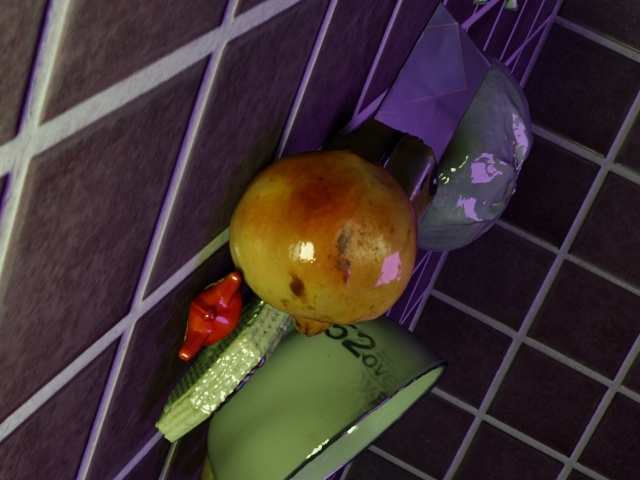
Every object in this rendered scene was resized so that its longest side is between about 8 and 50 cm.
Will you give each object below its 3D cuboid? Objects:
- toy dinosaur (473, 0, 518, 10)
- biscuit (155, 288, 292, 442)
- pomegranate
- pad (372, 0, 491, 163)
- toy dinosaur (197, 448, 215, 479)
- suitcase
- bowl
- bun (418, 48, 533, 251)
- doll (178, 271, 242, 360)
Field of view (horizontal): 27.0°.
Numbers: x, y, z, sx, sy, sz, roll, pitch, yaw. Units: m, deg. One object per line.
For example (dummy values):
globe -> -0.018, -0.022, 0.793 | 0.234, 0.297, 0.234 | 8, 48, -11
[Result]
toy dinosaur -> 0.267, -0.401, 2.055 | 0.383, 0.076, 0.129 | -57, 138, -60
biscuit -> -0.096, 0.119, 1.560 | 0.150, 0.052, 0.252 | -39, -168, 42
pomegranate -> 0.003, -0.006, 1.465 | 0.209, 0.209, 0.209 | -59, 169, -18
pad -> 0.166, -0.215, 2.003 | 0.163, 0.004, 0.243 | 41, 73, -40
toy dinosaur -> -0.090, 0.292, 2.011 | 0.207, 0.113, 0.327 | -64, 168, 6
suitcase -> 0.054, -0.041, 1.774 | 0.235, 0.143, 0.194 | -60, 169, -8
bowl -> -0.019, 0.208, 1.783 | 0.354, 0.185, 0.354 | -36, 166, -10
bun -> 0.237, -0.145, 2.229 | 0.362, 0.211, 0.362 | 23, 90, -78
doll -> -0.114, 0.081, 1.483 | 0.109, 0.057, 0.169 | -57, 174, 0
